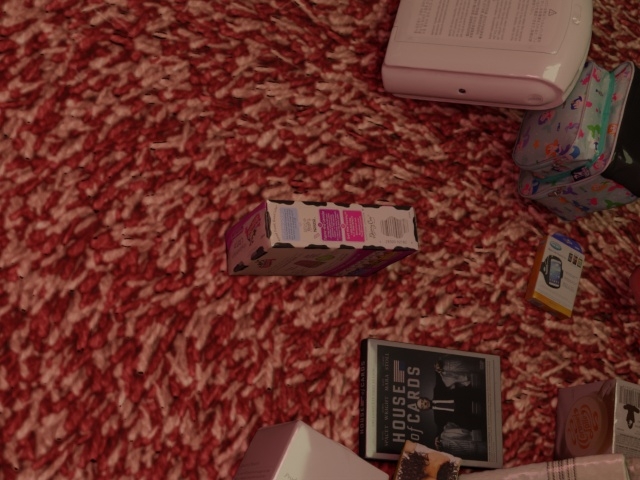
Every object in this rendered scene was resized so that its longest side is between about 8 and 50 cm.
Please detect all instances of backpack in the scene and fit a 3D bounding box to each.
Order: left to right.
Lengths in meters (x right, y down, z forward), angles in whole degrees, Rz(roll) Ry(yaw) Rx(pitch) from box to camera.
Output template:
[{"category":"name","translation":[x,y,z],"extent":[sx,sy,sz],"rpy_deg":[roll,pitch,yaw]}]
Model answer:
[{"category":"backpack","translation":[0.426,-0.154,1.709],"extent":[0.191,0.253,0.225],"rpy_deg":[25,67,-14]}]

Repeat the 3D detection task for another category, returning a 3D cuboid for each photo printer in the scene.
[{"category":"photo printer","translation":[0.274,-0.335,1.678],"extent":[0.308,0.107,0.256],"rpy_deg":[7,64,17]}]

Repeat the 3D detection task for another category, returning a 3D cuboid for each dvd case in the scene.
[{"category":"dvd case","translation":[0.169,0.249,1.589],"extent":[0.239,0.029,0.179],"rpy_deg":[10,71,-25]}]

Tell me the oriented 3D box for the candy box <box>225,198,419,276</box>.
[{"category":"candy box","translation":[0.000,0.000,1.502],"extent":[0.233,0.159,0.071],"rpy_deg":[1,73,-27]}]

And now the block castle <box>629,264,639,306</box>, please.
[{"category":"block castle","translation":[0.743,0.182,1.784],"extent":[0.303,0.213,0.453],"rpy_deg":[-30,89,-33]}]

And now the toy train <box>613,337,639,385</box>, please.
[{"category":"toy train","translation":[0.544,0.230,1.776],"extent":[0.166,0.046,0.125],"rpy_deg":[-41,94,-33]}]

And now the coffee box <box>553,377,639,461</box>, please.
[{"category":"coffee box","translation":[0.441,0.351,1.633],"extent":[0.098,0.141,0.246],"rpy_deg":[17,69,-22]}]

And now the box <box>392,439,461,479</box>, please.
[{"category":"box","translation":[0.122,0.399,1.444],"extent":[0.087,0.058,0.232],"rpy_deg":[17,60,3]}]

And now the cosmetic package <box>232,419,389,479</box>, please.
[{"category":"cosmetic package","translation":[-0.035,0.356,1.384],"extent":[0.151,0.151,0.183],"rpy_deg":[35,63,-14]}]

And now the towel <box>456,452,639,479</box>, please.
[{"category":"towel","translation":[0.348,0.470,1.497],"extent":[0.324,0.056,0.312],"rpy_deg":[-9,77,12]}]

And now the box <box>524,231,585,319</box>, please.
[{"category":"box","translation":[0.394,0.055,1.761],"extent":[0.081,0.028,0.136],"rpy_deg":[28,62,-17]}]
